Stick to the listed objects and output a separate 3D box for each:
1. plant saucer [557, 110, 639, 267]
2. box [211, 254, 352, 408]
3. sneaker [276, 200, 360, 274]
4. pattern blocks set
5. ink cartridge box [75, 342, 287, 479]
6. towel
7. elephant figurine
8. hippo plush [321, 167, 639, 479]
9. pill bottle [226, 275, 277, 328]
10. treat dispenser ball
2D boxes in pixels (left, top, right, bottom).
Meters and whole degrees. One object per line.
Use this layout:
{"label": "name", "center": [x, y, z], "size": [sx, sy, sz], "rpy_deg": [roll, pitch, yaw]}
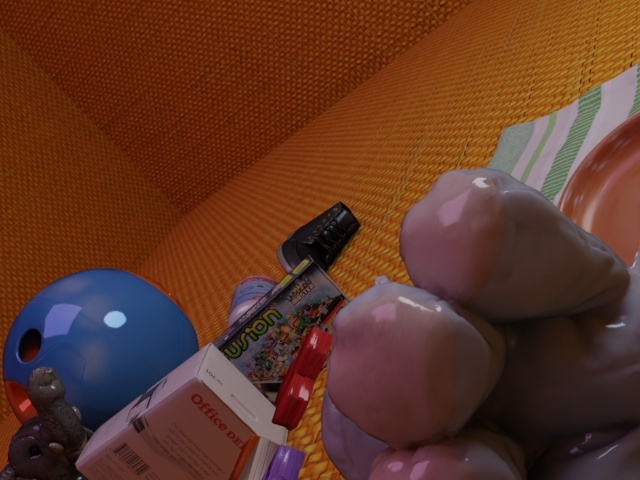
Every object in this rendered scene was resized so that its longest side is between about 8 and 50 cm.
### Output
{"label": "plant saucer", "center": [0.288, -0.041, 0.581], "size": [0.200, 0.037, 0.200], "rpy_deg": [-41, 26, 24]}
{"label": "box", "center": [-0.051, 0.129, 0.875], "size": [0.207, 0.114, 0.036], "rpy_deg": [-43, 15, 0]}
{"label": "sneaker", "center": [0.000, 0.000, 1.164], "size": [0.118, 0.083, 0.222], "rpy_deg": [-38, 14, 14]}
{"label": "pattern blocks set", "center": [-0.075, 0.250, 0.536], "size": [0.285, 0.026, 0.324], "rpy_deg": [-71, 7, -58]}
{"label": "ink cartridge box", "center": [-0.152, 0.230, 0.798], "size": [0.191, 0.139, 0.082], "rpy_deg": [-38, 14, 14]}
{"label": "towel", "center": [0.306, -0.117, 0.807], "size": [0.325, 0.038, 0.248], "rpy_deg": [-24, 24, 50]}
{"label": "elephant figurine", "center": [-0.329, 0.287, 0.890], "size": [0.186, 0.239, 0.169], "rpy_deg": [-46, 16, -14]}
{"label": "hippo plush", "center": [0.091, 0.065, 0.458], "size": [0.294, 0.234, 0.236], "rpy_deg": [-48, 17, -19]}
{"label": "pill bottle", "center": [-0.096, 0.119, 1.068], "size": [0.087, 0.087, 0.160], "rpy_deg": [-40, 16, 9]}
{"label": "treat dispenser ball", "center": [-0.331, 0.185, 1.084], "size": [0.288, 0.288, 0.288], "rpy_deg": [-39, 15, 13]}
